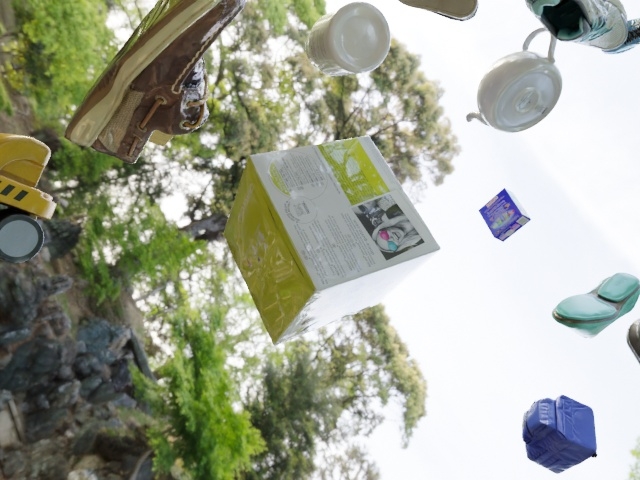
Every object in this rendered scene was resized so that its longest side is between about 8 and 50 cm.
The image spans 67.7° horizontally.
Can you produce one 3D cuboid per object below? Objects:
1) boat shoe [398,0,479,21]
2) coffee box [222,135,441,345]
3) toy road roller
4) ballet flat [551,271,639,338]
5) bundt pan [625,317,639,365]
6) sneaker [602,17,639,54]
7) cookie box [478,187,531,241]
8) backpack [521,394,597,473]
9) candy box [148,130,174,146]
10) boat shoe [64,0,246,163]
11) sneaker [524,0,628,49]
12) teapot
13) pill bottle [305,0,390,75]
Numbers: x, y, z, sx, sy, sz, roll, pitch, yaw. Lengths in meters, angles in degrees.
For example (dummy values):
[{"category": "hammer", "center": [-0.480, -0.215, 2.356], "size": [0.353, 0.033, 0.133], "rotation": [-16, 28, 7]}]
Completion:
[{"category": "boat shoe", "center": [0.218, -0.490, 0.954], "size": [0.206, 0.065, 0.075], "rotation": [31, -70, 17]}, {"category": "coffee box", "center": [0.000, 0.000, 1.148], "size": [0.338, 0.335, 0.337], "rotation": [62, -31, 20]}, {"category": "toy road roller", "center": [-0.666, -0.116, 0.887], "size": [0.203, 0.329, 0.240], "rotation": [11, -103, 35]}, {"category": "ballet flat", "center": [0.516, 0.136, 0.890], "size": [0.083, 0.247, 0.087], "rotation": [32, -49, 48]}, {"category": "bundt pan", "center": [0.932, 0.204, 1.211], "size": [0.124, 0.331, 0.330], "rotation": [61, -29, 25]}, {"category": "sneaker", "center": [0.683, -0.451, 1.014], "size": [0.162, 0.073, 0.063], "rotation": [-19, -85, 39]}, {"category": "cookie box", "center": [0.464, -0.065, 1.209], "size": [0.092, 0.040, 0.107], "rotation": [-47, -144, 31]}, {"category": "backpack", "center": [0.400, 0.331, 0.823], "size": [0.101, 0.098, 0.120], "rotation": [25, -46, 12]}, {"category": "candy box", "center": [-0.318, -0.278, 1.006], "size": [0.187, 0.053, 0.109], "rotation": [-11, -114, 56]}, {"category": "boat shoe", "center": [-0.187, -0.191, 0.585], "size": [0.342, 0.123, 0.123], "rotation": [-27, -138, 36]}, {"category": "sneaker", "center": [0.477, -0.411, 0.897], "size": [0.110, 0.283, 0.122], "rotation": [-35, -133, 52]}, {"category": "teapot", "center": [0.573, -0.463, 1.422], "size": [0.252, 0.256, 0.187], "rotation": [66, 7, -47]}, {"category": "pill bottle", "center": [0.045, -0.417, 1.011], "size": [0.229, 0.131, 0.131], "rotation": [-135, -146, -66]}]
